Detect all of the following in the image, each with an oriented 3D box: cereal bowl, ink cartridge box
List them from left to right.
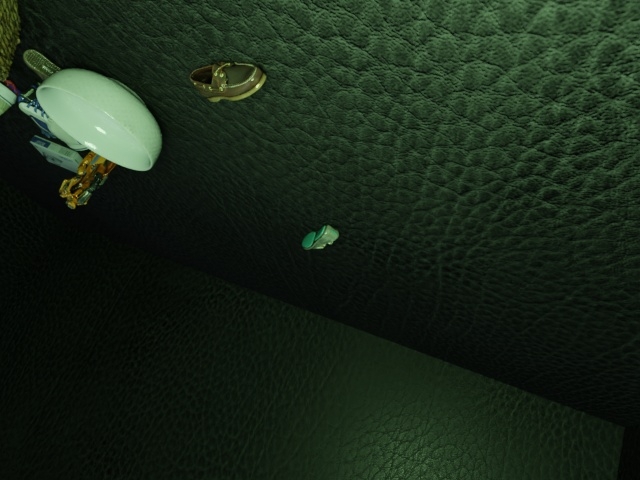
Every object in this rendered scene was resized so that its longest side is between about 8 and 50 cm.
[{"bbox_3d":[-1.148,-0.359,1.992,0.224,0.045,0.224,22,159,8],"label":"ink cartridge box"},{"bbox_3d":[-0.595,-0.354,1.249,0.339,0.141,0.339,22,160,9],"label":"cereal bowl"}]

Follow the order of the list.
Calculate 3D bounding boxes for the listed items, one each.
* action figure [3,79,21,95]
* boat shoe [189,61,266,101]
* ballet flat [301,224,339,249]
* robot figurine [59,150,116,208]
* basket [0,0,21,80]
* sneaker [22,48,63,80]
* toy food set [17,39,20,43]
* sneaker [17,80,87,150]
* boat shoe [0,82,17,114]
[{"bbox_3d":[-1.061,-0.521,1.536,0.038,0.030,0.115,21,157,25],"label":"action figure"},{"bbox_3d":[-0.204,-0.341,0.936,0.207,0.073,0.073,5,154,41],"label":"boat shoe"},{"bbox_3d":[0.000,0.000,1.528,0.068,0.072,0.213,27,159,-16],"label":"ballet flat"},{"bbox_3d":[-0.800,-0.241,1.538,0.211,0.290,0.085,1,149,46],"label":"robot figurine"},{"bbox_3d":[-0.818,-0.502,0.971,0.223,0.213,0.299,13,167,-29],"label":"basket"},{"bbox_3d":[-0.773,-0.477,1.290,0.071,0.066,0.188,27,162,48],"label":"sneaker"},{"bbox_3d":[-0.863,-0.571,1.201,0.083,0.020,0.083,10,155,35],"label":"toy food set"},{"bbox_3d":[-0.872,-0.411,1.445,0.316,0.127,0.182,18,160,24],"label":"sneaker"},{"bbox_3d":[-1.064,-0.488,1.293,0.109,0.094,0.302,8,156,47],"label":"boat shoe"}]
